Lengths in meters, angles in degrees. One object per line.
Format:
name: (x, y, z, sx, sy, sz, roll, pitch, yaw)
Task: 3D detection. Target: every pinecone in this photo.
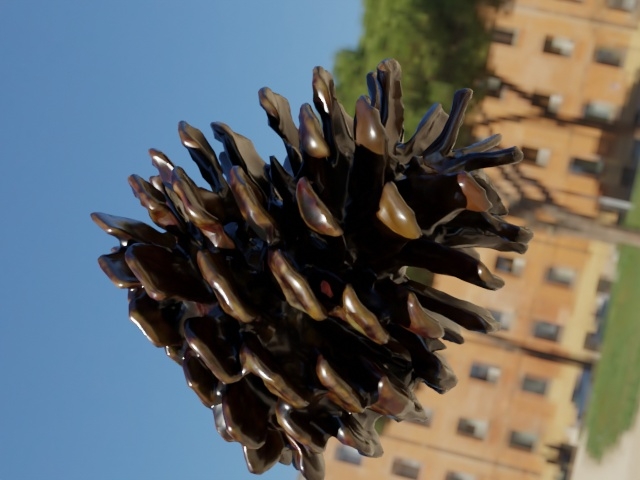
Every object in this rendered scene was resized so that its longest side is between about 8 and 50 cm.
pinecone: (0.008, 0.002, 0.654, 0.165, 0.163, 0.163, -37, -9, 6)
